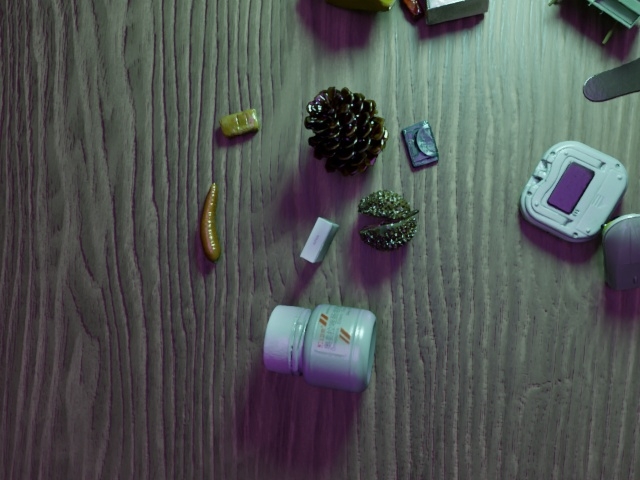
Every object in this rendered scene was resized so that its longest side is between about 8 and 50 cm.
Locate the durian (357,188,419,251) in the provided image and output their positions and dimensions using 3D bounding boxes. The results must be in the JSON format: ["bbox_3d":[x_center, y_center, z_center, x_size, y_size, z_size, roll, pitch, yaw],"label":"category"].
[{"bbox_3d":[0.204,-0.064,1.459,0.195,0.167,0.196,-2,107,-7],"label":"durian"}]

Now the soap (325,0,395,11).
[{"bbox_3d":[0.137,-0.858,1.415,0.293,0.156,0.335,28,96,44],"label":"soap"}]

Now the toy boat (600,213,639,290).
[{"bbox_3d":[0.822,0.015,1.293,0.140,0.141,0.270,-21,120,11],"label":"toy boat"}]

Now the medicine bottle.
[{"bbox_3d":[0.004,0.309,1.441,0.301,0.241,0.242,6,91,12],"label":"medicine bottle"}]

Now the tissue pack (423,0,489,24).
[{"bbox_3d":[0.385,-0.776,1.424,0.184,0.124,0.225,-8,87,13],"label":"tissue pack"}]

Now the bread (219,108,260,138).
[{"bbox_3d":[-0.264,-0.382,1.596,0.132,0.053,0.074,-10,88,14],"label":"bread"}]

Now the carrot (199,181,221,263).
[{"bbox_3d":[-0.370,-0.057,1.618,0.066,0.062,0.272,-11,83,44],"label":"carrot"}]

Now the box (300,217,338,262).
[{"bbox_3d":[0.000,0.000,1.500,0.051,0.129,0.130,26,95,11],"label":"box"}]

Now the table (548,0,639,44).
[{"bbox_3d":[0.752,-0.653,1.345,0.240,0.121,0.111,42,136,9],"label":"table"}]

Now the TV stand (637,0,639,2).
[{"bbox_3d":[0.891,-0.684,1.352,0.256,0.049,0.040,32,134,9],"label":"TV stand"}]

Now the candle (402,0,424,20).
[{"bbox_3d":[0.271,-0.754,1.487,0.053,0.048,0.162,-21,83,-19],"label":"candle"}]

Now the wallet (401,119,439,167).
[{"bbox_3d":[0.307,-0.295,1.489,0.088,0.026,0.129,-17,87,12],"label":"wallet"}]

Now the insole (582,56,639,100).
[{"bbox_3d":[0.912,-0.475,1.373,0.327,0.007,0.111,-19,85,11],"label":"insole"}]

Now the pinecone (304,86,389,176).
[{"bbox_3d":[0.060,-0.325,1.416,0.246,0.292,0.247,-10,68,26],"label":"pinecone"}]

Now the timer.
[{"bbox_3d":[0.711,-0.136,1.372,0.236,0.087,0.262,29,96,11],"label":"timer"}]
